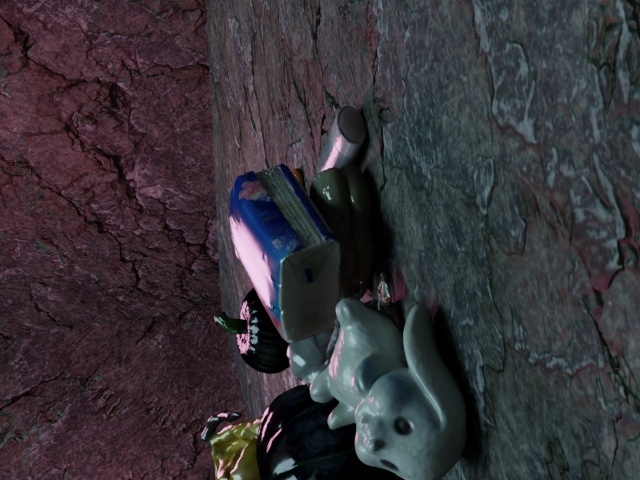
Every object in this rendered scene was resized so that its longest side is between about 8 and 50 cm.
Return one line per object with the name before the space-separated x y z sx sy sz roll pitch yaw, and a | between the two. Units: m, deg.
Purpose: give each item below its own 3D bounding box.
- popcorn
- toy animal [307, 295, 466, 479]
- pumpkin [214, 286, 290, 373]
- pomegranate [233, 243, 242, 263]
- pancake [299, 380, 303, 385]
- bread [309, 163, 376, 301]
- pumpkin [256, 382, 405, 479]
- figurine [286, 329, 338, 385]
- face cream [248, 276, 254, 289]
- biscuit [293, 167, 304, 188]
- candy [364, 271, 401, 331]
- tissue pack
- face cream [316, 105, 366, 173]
popcorn | -0.097 0.493 1.836 0.349 0.382 0.349 -58 -16 -27
toy animal | 0.107 0.239 1.256 0.249 0.174 0.289 118 144 -50
pumpkin | -0.162 0.230 2.213 0.248 0.248 0.248 172 90 -77
pomegranate | -0.091 -0.007 1.856 0.207 0.207 0.207 172 90 -77
pancake | -0.038 0.405 2.154 0.288 0.033 0.286 129 145 -85
bread | 0.035 0.014 1.561 0.337 0.102 0.183 101 156 -57
pumpkin | 0.026 0.441 1.512 0.363 0.266 0.363 167 90 -76
figurine | 0.007 0.266 1.763 0.176 0.133 0.236 51 170 6
face cream | -0.145 0.105 2.379 0.149 0.104 0.149 171 90 -77
biscuit | -0.052 -0.132 2.031 0.078 0.015 0.091 -170 72 -78
candy | 0.102 0.169 1.468 0.292 0.059 0.086 96 157 -49
tissue pack | -0.067 0.017 1.476 0.269 0.137 0.209 -121 26 -48
face cream | 0.038 -0.168 1.535 0.198 0.057 0.084 120 139 -67
